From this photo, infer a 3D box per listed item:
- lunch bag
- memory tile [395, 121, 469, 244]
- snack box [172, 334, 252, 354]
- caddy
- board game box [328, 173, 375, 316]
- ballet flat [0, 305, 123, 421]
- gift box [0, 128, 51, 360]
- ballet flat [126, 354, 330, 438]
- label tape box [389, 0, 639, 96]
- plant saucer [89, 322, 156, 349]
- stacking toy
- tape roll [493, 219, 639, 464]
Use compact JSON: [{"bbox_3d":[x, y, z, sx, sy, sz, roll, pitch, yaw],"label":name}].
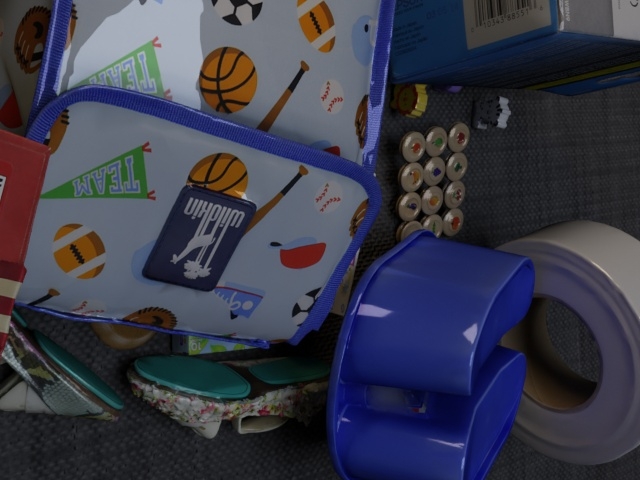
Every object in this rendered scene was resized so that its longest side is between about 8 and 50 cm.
[{"bbox_3d":[-0.118,-0.113,0.809,0.328,0.239,0.385,14,82,-35],"label":"lunch bag"},{"bbox_3d":[0.137,-0.066,1.143,0.113,0.012,0.148,-14,115,-35],"label":"memory tile"},{"bbox_3d":[-0.102,0.041,0.957,0.100,0.037,0.141,-1,91,-39],"label":"snack box"},{"bbox_3d":[0.111,0.124,1.014,0.341,0.179,0.241,-31,126,-61],"label":"caddy"},{"bbox_3d":[0.000,0.000,0.999,0.026,0.103,0.154,20,77,-38],"label":"board game box"},{"bbox_3d":[-0.269,0.095,0.807,0.079,0.077,0.221,-43,113,-10],"label":"ballet flat"},{"bbox_3d":[-0.367,-0.004,0.593,0.276,0.258,0.255,25,75,-46],"label":"gift box"},{"bbox_3d":[-0.087,0.162,0.948,0.241,0.091,0.077,6,109,-36],"label":"ballet flat"},{"bbox_3d":[0.275,-0.243,1.071,0.334,0.241,0.105,-4,89,-39],"label":"label tape box"},{"bbox_3d":[-0.183,0.065,0.906,0.083,0.015,0.083,-1,92,-39],"label":"plant saucer"},{"bbox_3d":[0.168,-0.250,1.166,0.167,0.052,0.221,6,86,-40],"label":"stacking toy"},{"bbox_3d":[0.305,0.123,1.136,0.100,0.286,0.286,-18,102,-38],"label":"tape roll"}]
